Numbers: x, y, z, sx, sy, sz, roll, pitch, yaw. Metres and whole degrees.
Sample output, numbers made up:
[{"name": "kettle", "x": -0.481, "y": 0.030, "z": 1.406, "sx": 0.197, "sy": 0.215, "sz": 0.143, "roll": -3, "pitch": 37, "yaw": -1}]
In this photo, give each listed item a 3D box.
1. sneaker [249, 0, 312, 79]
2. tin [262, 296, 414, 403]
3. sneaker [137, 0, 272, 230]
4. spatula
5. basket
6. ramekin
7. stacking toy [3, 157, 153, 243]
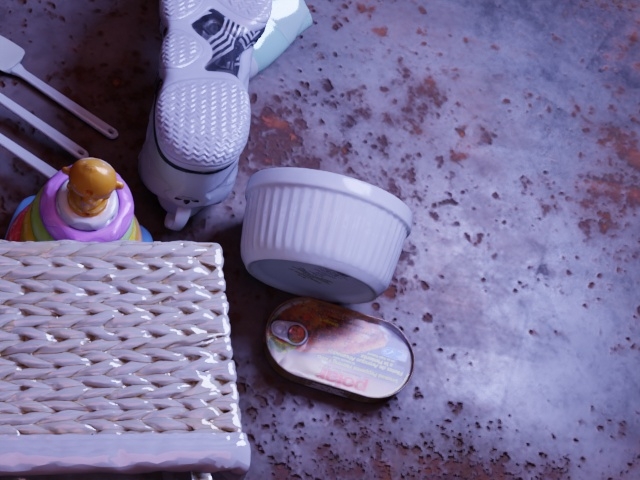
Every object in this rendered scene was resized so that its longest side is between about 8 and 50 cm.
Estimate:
[{"name": "sneaker", "x": -0.122, "y": -0.348, "z": 2.049, "sx": 0.151, "sy": 0.094, "sz": 0.256, "roll": -38, "pitch": 90, "yaw": -19}, {"name": "tin", "x": 0.021, "y": 0.137, "z": 1.906, "sx": 0.190, "sy": 0.040, "sz": 0.106, "roll": 18, "pitch": 60, "yaw": -6}, {"name": "sneaker", "x": -0.152, "y": -0.192, "z": 1.920, "sx": 0.137, "sy": 0.210, "sz": 0.365, "roll": 11, "pitch": 55, "yaw": -10}, {"name": "spatula", "x": -0.377, "y": -0.168, "z": 1.926, "sx": 0.242, "sy": 0.019, "sz": 0.168, "roll": 33, "pitch": 42, "yaw": 2}, {"name": "basket", "x": -0.268, "y": 0.180, "z": 1.658, "sx": 0.331, "sy": 0.328, "sz": 0.266, "roll": -1, "pitch": 63, "yaw": -14}, {"name": "ramekin", "x": 0.000, "y": 0.000, "z": 1.873, "sx": 0.207, "sy": 0.207, "sz": 0.109, "roll": 16, "pitch": 73, "yaw": -7}, {"name": "stacking toy", "x": -0.270, "y": -0.023, "z": 1.754, "sx": 0.175, "sy": 0.302, "sz": 0.165, "roll": 17, "pitch": 64, "yaw": -6}]
